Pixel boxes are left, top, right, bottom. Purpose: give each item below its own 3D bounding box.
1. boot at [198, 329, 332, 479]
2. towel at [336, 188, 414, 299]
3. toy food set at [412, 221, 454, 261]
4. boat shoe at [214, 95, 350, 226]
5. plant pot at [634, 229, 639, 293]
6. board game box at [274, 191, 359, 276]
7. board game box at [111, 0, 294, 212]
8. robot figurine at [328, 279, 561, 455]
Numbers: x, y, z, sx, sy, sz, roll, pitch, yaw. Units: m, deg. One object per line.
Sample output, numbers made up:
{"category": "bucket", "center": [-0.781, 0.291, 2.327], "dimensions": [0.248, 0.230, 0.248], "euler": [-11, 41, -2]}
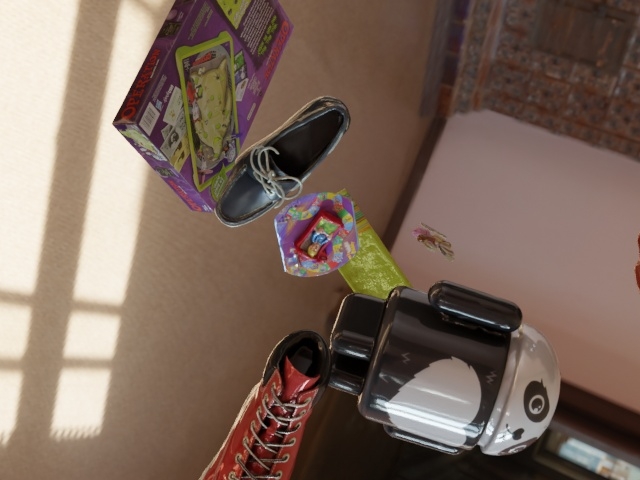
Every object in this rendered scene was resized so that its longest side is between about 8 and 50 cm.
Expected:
{"category": "boot", "center": [-0.059, 0.207, 0.854], "dimensions": [0.176, 0.089, 0.244], "euler": [117, -5, -53]}
{"category": "towel", "center": [0.070, 0.026, 1.656], "dimensions": [0.102, 0.237, 0.021], "euler": [-33, -174, 18]}
{"category": "toy food set", "center": [0.194, 0.004, 1.560], "dimensions": [0.019, 0.078, 0.122], "euler": [-60, -177, 17]}
{"category": "boat shoe", "center": [-0.057, -0.110, 1.305], "dimensions": [0.255, 0.095, 0.079], "euler": [-38, -167, 6]}
{"category": "plant pot", "center": [0.564, 0.036, 1.116], "dimensions": [0.272, 0.265, 0.272], "euler": [-164, -90, -69]}
{"category": "board game box", "center": [0.000, 0.000, 1.466], "dimensions": [0.133, 0.033, 0.168], "euler": [-15, 128, -7]}
{"category": "board game box", "center": [-0.152, -0.239, 1.254], "dimensions": [0.208, 0.056, 0.346], "euler": [50, 52, -46]}
{"category": "robot figurine", "center": [0.147, 0.156, 1.077], "dimensions": [0.209, 0.278, 0.173], "euler": [91, 16, -74]}
